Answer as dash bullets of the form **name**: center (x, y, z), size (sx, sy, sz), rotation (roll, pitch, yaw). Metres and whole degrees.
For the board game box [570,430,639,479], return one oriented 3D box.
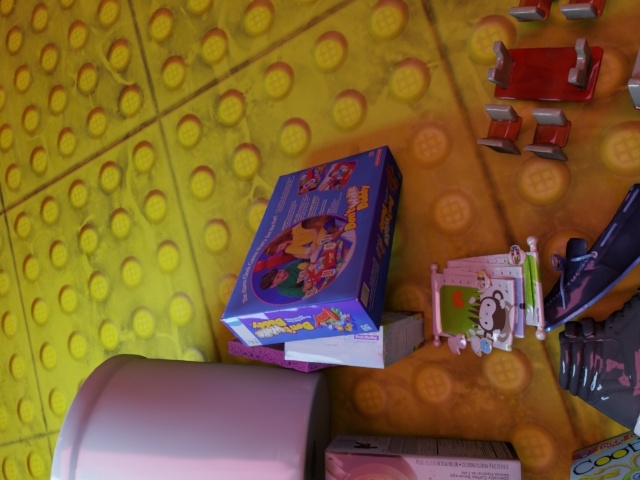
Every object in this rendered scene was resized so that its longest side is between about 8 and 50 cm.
- **board game box**: center (0.417, 0.354, 0.627), size (0.142, 0.275, 0.144), rotation (-35, 74, 23)

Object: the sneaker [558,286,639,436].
- **sneaker**: center (0.433, 0.112, 0.719), size (0.147, 0.104, 0.296), rotation (18, 93, 35)

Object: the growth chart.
- **growth chart**: center (0.258, 0.098, 0.803), size (0.237, 0.021, 0.172), rotation (-20, 73, 56)

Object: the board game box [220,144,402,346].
- **board game box**: center (0.000, 0.000, 0.841), size (0.233, 0.078, 0.347), rotation (-12, 41, 28)

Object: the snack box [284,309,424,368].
- **snack box**: center (0.065, 0.159, 0.853), size (0.174, 0.207, 0.070), rotation (-2, 89, 27)

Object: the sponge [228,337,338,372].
- **sponge**: center (-0.062, 0.209, 0.949), size (0.210, 0.117, 0.031), rotation (2, 89, 40)

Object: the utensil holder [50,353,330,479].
- **utensil holder**: center (-0.190, 0.374, 0.878), size (0.385, 0.327, 0.328), rotation (0, 90, 8)

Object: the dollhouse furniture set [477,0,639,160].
- **dollhouse furniture set**: center (0.392, -0.249, 0.751), size (0.259, 0.135, 0.262), rotation (17, 97, 38)

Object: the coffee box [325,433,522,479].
- **coffee box**: center (0.163, 0.413, 0.801), size (0.297, 0.119, 0.168), rotation (-2, 82, 12)

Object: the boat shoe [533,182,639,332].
- **boat shoe**: center (0.401, 0.027, 0.746), size (0.258, 0.109, 0.089), rotation (-45, 76, 3)
